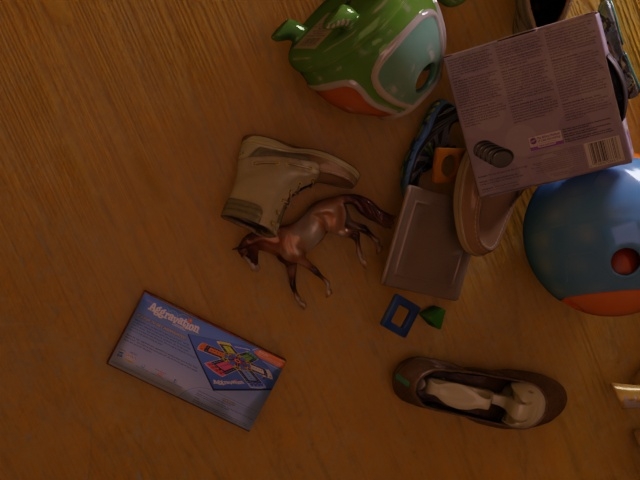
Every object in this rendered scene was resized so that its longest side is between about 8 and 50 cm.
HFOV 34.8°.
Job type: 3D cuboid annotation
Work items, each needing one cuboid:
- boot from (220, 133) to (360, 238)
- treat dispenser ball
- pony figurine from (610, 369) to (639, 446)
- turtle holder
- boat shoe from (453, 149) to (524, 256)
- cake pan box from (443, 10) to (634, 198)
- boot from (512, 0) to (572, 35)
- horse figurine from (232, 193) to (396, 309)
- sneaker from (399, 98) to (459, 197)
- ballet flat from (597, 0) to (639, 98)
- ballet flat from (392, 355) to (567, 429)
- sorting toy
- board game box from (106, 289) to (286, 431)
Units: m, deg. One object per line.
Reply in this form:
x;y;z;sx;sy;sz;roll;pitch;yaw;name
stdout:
-0.050;-0.078;1.738;0.213;0.077;0.165;15;69;-1;boot
0.493;-0.013;1.752;0.288;0.288;0.288;-1;96;-9;treat dispenser ball
0.760;0.322;1.865;0.363;0.303;0.351;-25;91;10;pony figurine
0.099;-0.349;1.708;0.227;0.243;0.320;48;48;-25;turtle holder
0.320;-0.137;1.772;0.122;0.110;0.341;12;89;-46;boat shoe
0.354;-0.217;1.643;0.267;0.070;0.245;-14;101;22;cake pan box
0.379;-0.463;1.725;0.095;0.203;0.262;8;96;5;boot
0.000;0.000;1.791;0.263;0.066;0.174;-36;101;1;horse figurine
0.196;-0.155;1.804;0.078;0.067;0.188;26;90;-7;sneaker
0.519;-0.340;1.838;0.070;0.070;0.188;-22;96;-6;ballet flat
0.299;0.282;1.839;0.342;0.124;0.116;14;94;-10;ballet flat
0.193;0.003;1.814;0.196;0.047;0.347;13;95;-36;sorting toy
-0.217;0.213;1.801;0.281;0.027;0.145;28;93;-11;board game box
